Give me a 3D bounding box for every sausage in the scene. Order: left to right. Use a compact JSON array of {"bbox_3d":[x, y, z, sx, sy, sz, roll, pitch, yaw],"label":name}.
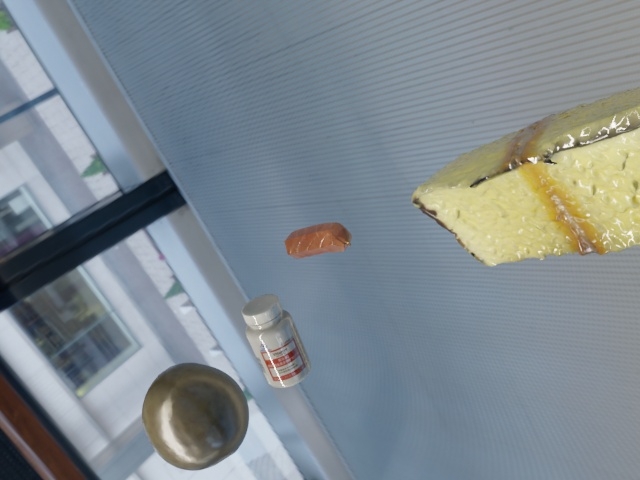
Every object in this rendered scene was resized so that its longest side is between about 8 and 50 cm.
[{"bbox_3d":[0.000,-0.001,1.322,0.169,0.065,0.065,-12,115,46],"label":"sausage"}]

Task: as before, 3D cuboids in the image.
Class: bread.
[{"bbox_3d":[0.234,-0.065,0.637,0.266,0.142,0.178,-19,152,38],"label":"bread"}]

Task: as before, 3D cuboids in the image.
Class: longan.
[{"bbox_3d":[-0.363,0.511,1.856,0.319,0.319,0.319,32,145,25],"label":"longan"}]

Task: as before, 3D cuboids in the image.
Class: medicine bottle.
[{"bbox_3d":[-0.073,0.160,1.023,0.079,0.079,0.140,7,125,47],"label":"medicine bottle"}]
